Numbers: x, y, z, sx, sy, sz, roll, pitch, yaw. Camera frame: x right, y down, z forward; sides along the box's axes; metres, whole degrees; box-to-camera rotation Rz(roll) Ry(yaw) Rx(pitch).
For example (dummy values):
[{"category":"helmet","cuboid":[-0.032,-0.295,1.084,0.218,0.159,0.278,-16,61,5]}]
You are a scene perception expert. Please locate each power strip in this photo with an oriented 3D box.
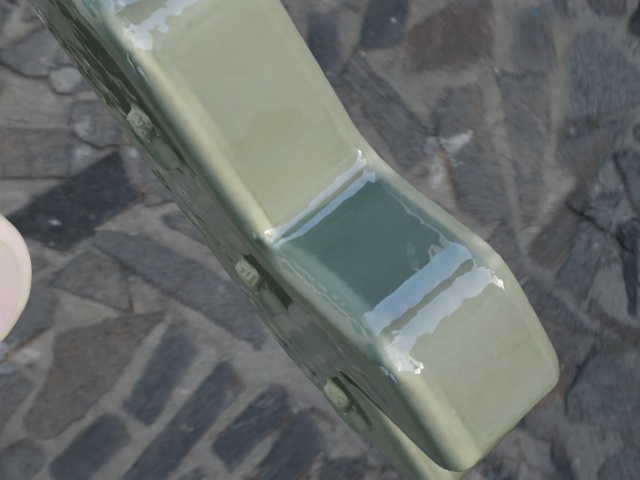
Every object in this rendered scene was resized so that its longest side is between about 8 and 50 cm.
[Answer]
[{"category":"power strip","cuboid":[-0.001,0.000,0.458,0.059,0.265,0.193,-40,41,-8]}]

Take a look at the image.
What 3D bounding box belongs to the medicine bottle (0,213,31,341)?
[{"category":"medicine bottle","cuboid":[-0.420,-0.006,1.292,0.293,0.170,0.170,33,99,40]}]
